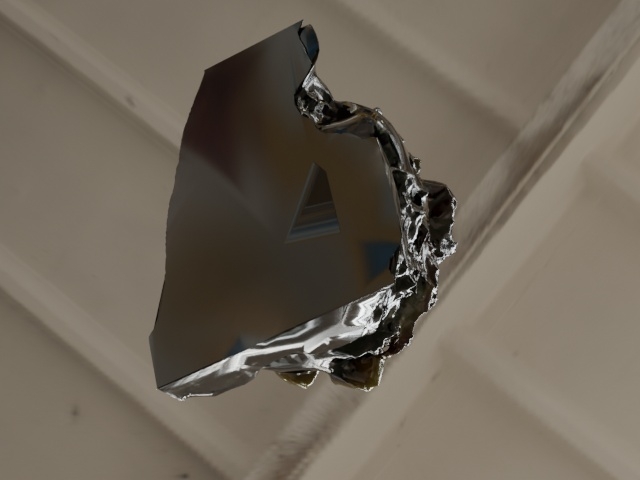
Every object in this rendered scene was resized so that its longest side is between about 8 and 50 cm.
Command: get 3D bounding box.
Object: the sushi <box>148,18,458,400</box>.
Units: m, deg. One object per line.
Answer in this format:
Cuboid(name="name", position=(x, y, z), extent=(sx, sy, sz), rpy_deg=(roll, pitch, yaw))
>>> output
Cuboid(name="sushi", position=(0.000, 0.000, 1.090), extent=(0.153, 0.150, 0.172), rpy_deg=(-25, -121, 20))
